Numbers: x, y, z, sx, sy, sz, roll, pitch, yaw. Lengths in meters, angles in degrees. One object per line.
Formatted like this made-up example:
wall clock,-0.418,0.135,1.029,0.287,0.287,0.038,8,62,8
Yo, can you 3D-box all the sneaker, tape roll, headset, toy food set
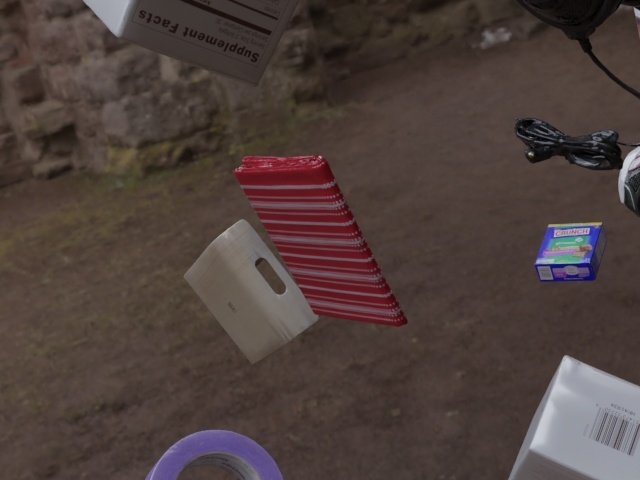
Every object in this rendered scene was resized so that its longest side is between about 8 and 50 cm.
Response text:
sneaker,0.487,-0.117,1.379,0.072,0.178,0.077,17,4,-30
tape roll,-0.145,0.355,1.307,0.189,0.189,0.080,-25,-13,-29
headset,0.240,-0.255,0.851,0.244,0.394,0.185,-14,21,-29
toy food set,-0.128,0.099,1.789,0.092,0.219,0.306,-37,-2,-26

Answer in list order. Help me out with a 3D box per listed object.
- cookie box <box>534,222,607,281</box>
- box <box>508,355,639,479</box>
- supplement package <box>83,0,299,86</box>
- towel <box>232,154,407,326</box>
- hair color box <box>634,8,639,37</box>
cookie box,0.403,0.018,1.568,0.092,0.040,0.107,-3,35,30
box,0.443,0.356,1.592,0.215,0.345,0.168,22,66,13
supplement package,-0.061,-0.202,0.578,0.105,0.179,0.105,13,24,-41
towel,0.000,0.000,1.357,0.031,0.274,0.199,-43,27,-30
hair color box,0.446,-0.258,1.095,0.167,0.093,0.053,-12,-1,43
